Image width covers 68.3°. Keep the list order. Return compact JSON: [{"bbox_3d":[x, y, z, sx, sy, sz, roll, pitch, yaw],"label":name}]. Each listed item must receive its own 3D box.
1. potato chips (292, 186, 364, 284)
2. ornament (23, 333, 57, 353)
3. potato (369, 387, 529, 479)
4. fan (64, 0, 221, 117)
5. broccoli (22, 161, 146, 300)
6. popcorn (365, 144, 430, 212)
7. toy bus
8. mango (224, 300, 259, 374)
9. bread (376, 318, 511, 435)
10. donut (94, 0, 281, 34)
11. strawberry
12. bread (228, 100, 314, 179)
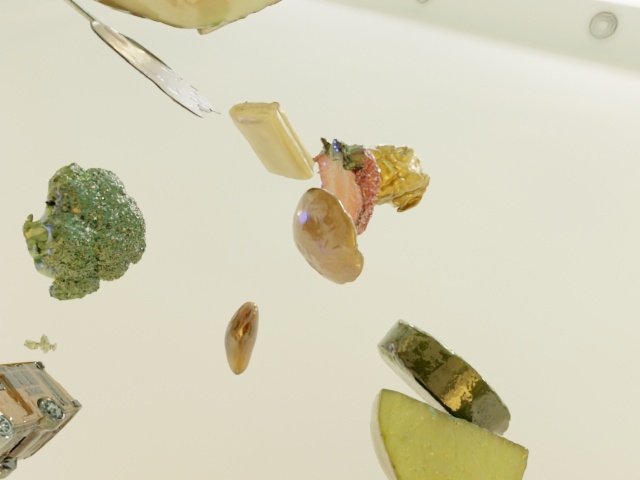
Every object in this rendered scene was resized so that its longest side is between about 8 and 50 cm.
[{"bbox_3d":[-0.001,-0.001,0.884,0.061,0.195,0.208,-17,-124,-26],"label":"potato chips"},{"bbox_3d":[-0.950,0.356,1.611,0.092,0.069,0.041,-16,-164,-2],"label":"ornament"},{"bbox_3d":[0.244,0.514,1.070,0.330,0.280,0.213,20,-117,15],"label":"potato"},{"bbox_3d":[-0.197,-0.196,0.466,0.226,0.008,0.152,38,-168,-11],"label":"fan"},{"bbox_3d":[-0.495,-0.024,0.980,0.245,0.265,0.295,-22,-135,0],"label":"broccoli"},{"bbox_3d":[0.188,-0.176,1.328,0.250,0.190,0.250,-4,-166,1],"label":"popcorn"},{"bbox_3d":[-0.375,0.199,0.522,0.114,0.201,0.098,44,-96,9],"label":"toy bus"},{"bbox_3d":[-0.288,0.350,1.704,0.111,0.268,0.133,11,-178,8],"label":"mango"},{"bbox_3d":[0.320,0.369,1.246,0.129,0.366,0.382,-45,-124,-9],"label":"bread"},{"bbox_3d":[-0.091,-0.315,0.321,0.307,0.371,0.150,-29,-96,-34],"label":"donut"},{"bbox_3d":[0.078,-0.136,1.163,0.106,0.286,0.188,-28,-137,-25],"label":"strawberry"},{"bbox_3d":[-0.097,-0.207,0.979,0.139,0.178,0.060,18,-114,35],"label":"bread"}]
